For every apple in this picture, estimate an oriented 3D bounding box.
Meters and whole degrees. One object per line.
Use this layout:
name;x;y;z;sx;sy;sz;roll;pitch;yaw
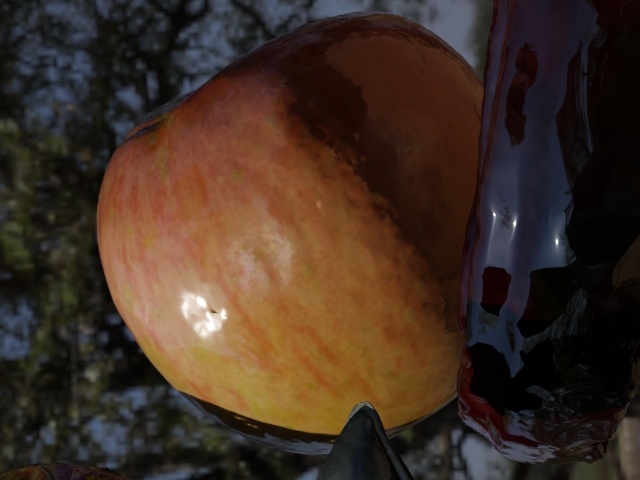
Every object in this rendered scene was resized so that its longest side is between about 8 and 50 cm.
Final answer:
apple;0.000;0.000;1.216;0.364;0.363;0.364;-4;-90;-80

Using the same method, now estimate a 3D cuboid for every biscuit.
biscuit;0.128;-0.095;0.687;0.407;0.091;0.408;11;-90;-82

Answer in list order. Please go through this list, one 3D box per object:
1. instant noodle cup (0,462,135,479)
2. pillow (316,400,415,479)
instant noodle cup;-0.229;0.370;1.268;0.266;0.339;0.340;-86;-11;-58
pillow;0.029;0.127;0.515;0.135;0.055;0.091;42;146;49
